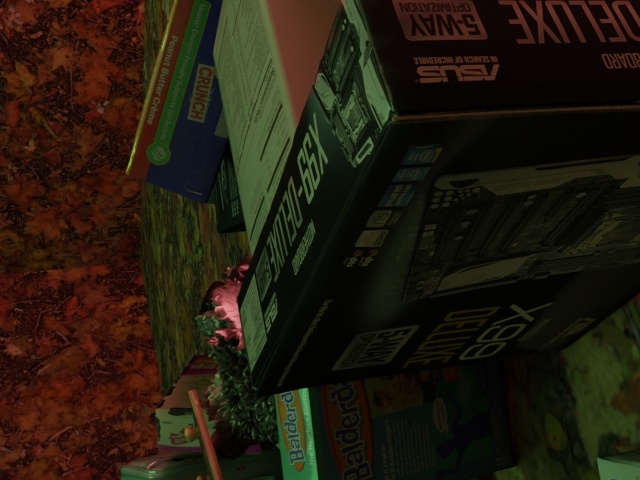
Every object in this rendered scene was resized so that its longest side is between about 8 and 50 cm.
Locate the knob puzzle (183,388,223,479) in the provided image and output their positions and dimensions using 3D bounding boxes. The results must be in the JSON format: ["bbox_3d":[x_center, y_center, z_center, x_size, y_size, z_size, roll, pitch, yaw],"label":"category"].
[{"bbox_3d":[-0.141,0.306,1.053,0.213,0.030,0.213,164,90,-76],"label":"knob puzzle"}]

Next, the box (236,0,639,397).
[{"bbox_3d":[0.096,-0.011,0.472,0.307,0.242,0.077,117,144,-57],"label":"box"}]

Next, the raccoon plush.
[{"bbox_3d":[-0.019,0.223,0.940,0.446,0.216,0.299,-117,26,-49],"label":"raccoon plush"}]

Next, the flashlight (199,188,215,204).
[{"bbox_3d":[-0.184,-0.208,1.523,0.103,0.103,0.304,-111,22,-48],"label":"flashlight"}]

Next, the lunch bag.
[{"bbox_3d":[-0.175,0.394,1.376,0.224,0.279,0.108,-27,69,59],"label":"lunch bag"}]

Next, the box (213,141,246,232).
[{"bbox_3d":[-0.091,-0.097,1.249,0.207,0.108,0.153,167,98,-73],"label":"box"}]

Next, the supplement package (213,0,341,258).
[{"bbox_3d":[0.036,-0.109,0.696,0.198,0.199,0.263,119,142,-61],"label":"supplement package"}]

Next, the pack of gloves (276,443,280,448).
[{"bbox_3d":[-0.005,0.231,1.206,0.195,0.046,0.232,28,122,53],"label":"pack of gloves"}]

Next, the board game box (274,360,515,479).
[{"bbox_3d":[0.061,0.119,0.663,0.047,0.210,0.160,-13,81,51],"label":"board game box"}]

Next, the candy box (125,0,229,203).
[{"bbox_3d":[-0.162,-0.242,1.141,0.317,0.122,0.268,-103,33,-63],"label":"candy box"}]

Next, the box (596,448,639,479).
[{"bbox_3d":[0.228,0.192,0.444,0.186,0.038,0.145,148,116,-69],"label":"box"}]

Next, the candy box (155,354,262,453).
[{"bbox_3d":[-0.152,0.254,1.323,0.233,0.159,0.071,-61,-29,-76],"label":"candy box"}]
